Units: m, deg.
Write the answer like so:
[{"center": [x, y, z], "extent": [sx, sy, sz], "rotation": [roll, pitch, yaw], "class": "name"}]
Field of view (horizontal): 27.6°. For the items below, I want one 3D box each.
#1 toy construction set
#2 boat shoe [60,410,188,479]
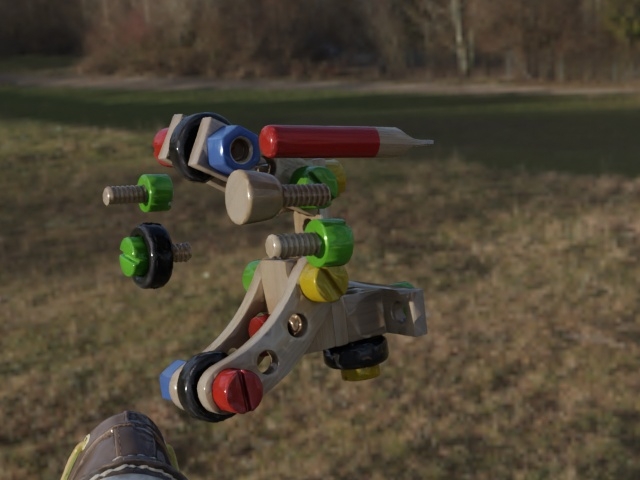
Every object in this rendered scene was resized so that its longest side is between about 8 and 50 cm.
[{"center": [0.000, 0.000, 1.072], "extent": [0.237, 0.257, 0.309], "rotation": [-3, -22, -31], "class": "toy construction set"}, {"center": [-0.151, 0.270, 0.938], "extent": [0.116, 0.324, 0.097], "rotation": [3, 33, -12], "class": "boat shoe"}]
